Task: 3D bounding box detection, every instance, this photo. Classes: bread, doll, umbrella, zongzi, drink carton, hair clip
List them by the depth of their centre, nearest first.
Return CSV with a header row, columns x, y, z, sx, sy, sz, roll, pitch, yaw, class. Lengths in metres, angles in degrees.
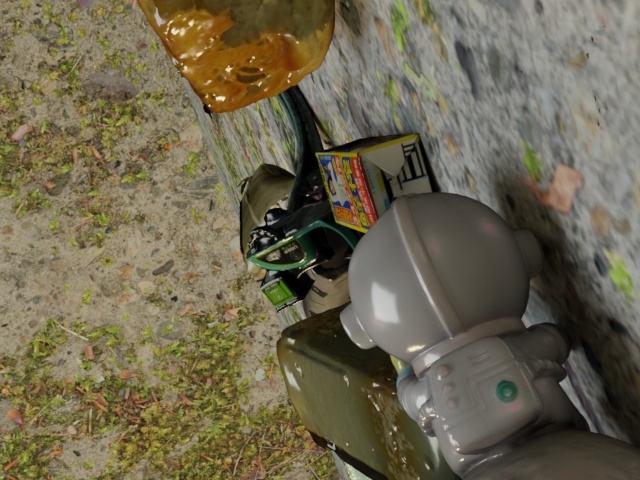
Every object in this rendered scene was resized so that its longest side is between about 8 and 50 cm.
x,y,z,sx,sy,sz,roll,pitch,yaw,class
0.097,0.096,0.493,0.151,0.151,0.287,86,163,-67,doll
-0.099,-0.275,0.711,0.344,0.149,0.195,63,-177,18,bread
0.043,-0.047,0.746,0.166,0.056,0.071,-151,46,-77,drink carton
-0.033,-0.130,1.030,0.048,0.083,0.275,81,171,-52,hair clip
0.010,0.053,1.224,0.073,0.067,0.337,52,167,13,umbrella
-0.044,-0.065,1.238,0.194,0.099,0.197,-100,28,-47,zongzi

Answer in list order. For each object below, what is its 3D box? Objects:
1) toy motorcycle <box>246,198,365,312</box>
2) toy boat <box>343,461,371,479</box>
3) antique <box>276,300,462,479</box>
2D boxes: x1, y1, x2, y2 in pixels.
x,y,z,sx,sy,sz,roll,pitch,yaw,class
0.000,0.000,0.900,0.100,0.173,0.058,52,-145,-15,toy motorcycle
0.100,0.351,1.499,0.215,0.088,0.102,67,-153,-9,toy boat
0.081,0.138,0.782,0.284,0.150,0.125,26,138,66,antique
